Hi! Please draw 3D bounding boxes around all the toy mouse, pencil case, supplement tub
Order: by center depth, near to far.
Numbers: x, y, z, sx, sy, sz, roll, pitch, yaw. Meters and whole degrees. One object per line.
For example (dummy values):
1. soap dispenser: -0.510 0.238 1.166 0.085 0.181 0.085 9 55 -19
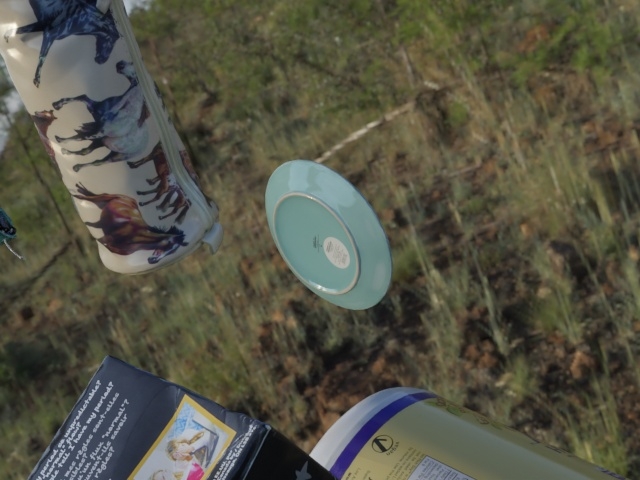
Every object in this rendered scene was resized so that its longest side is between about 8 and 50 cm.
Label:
1. supplement tub: 0.153 0.280 0.738 0.331 0.241 0.241 19 39 38
2. pencil case: -0.256 -0.158 1.106 0.183 0.410 0.160 -6 26 34
3. toy mouse: -0.432 -0.019 1.159 0.031 0.143 0.161 -42 7 10

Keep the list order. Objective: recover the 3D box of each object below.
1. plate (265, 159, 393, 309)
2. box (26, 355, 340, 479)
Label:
1. plate: 0.000 0.000 1.019 0.024 0.188 0.188 -34 20 -37
2. box: -0.046 0.202 0.503 0.142 0.247 0.163 11 63 45
